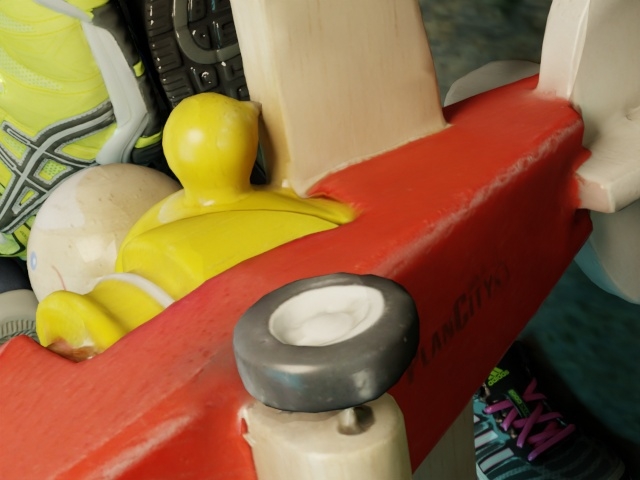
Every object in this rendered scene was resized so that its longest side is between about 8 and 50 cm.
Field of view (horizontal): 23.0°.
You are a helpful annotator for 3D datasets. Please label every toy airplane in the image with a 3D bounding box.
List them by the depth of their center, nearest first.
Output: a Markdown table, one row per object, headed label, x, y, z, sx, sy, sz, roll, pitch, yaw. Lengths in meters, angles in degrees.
| label | x | y | z | sx | sy | sz | roll | pitch | yaw |
| --- | --- | --- | --- | --- | --- | --- | --- | --- | --- |
| toy airplane | 0.000 | 0.000 | 0.686 | 0.272 | 0.384 | 0.386 | 6 | 77 | 32 |

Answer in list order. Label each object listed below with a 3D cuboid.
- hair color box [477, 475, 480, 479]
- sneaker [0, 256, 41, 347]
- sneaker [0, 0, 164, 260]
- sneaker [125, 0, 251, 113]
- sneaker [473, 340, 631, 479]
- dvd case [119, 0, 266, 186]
| label | x | y | z | sx | sy | sz | roll | pitch | yaw |
| --- | --- | --- | --- | --- | --- | --- | --- | --- | --- |
| hair color box | 0.153 | 0.245 | 0.897 | 0.374 | 0.113 | 0.185 | 11 | 122 | 54 |
| sneaker | -0.352 | 0.117 | 1.606 | 0.148 | 0.131 | 0.350 | 57 | 145 | 25 |
| sneaker | -0.186 | -0.080 | 1.006 | 0.384 | 0.147 | 0.145 | 95 | 158 | -61 |
| sneaker | -0.088 | -0.196 | 0.961 | 0.130 | 0.109 | 0.286 | 13 | 118 | 66 |
| sneaker | 0.108 | 0.100 | 0.901 | 0.170 | 0.063 | 0.075 | 35 | 147 | 48 |
| dvd case | -0.096 | -0.035 | 1.162 | 0.253 | 0.022 | 0.180 | 53 | 149 | 17 |
